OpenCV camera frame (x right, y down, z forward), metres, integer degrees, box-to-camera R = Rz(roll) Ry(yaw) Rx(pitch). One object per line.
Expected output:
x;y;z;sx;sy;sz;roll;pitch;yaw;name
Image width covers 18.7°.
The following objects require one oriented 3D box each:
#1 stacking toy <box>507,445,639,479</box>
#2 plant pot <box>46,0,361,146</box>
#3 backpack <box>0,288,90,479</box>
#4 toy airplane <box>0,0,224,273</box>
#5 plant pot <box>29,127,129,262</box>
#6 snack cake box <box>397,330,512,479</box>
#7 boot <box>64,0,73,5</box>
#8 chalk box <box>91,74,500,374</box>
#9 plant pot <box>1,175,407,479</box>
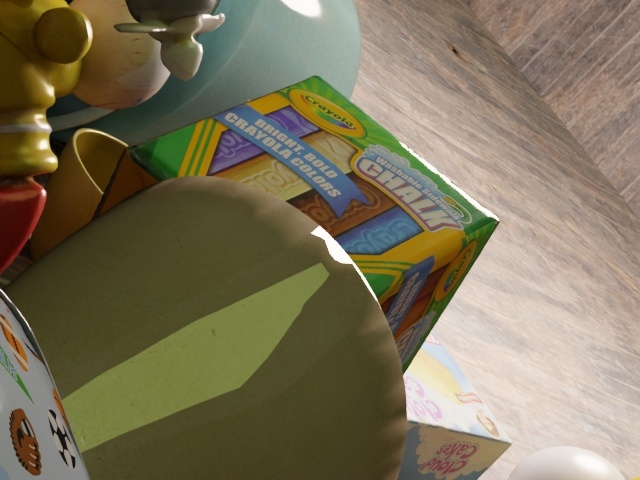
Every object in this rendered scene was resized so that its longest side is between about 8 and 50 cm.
0.310;0.305;1.642;0.350;0.350;0.480;30;6;-40;stacking toy
-0.141;-0.206;1.701;0.341;0.341;0.334;53;11;28;plant pot
-0.203;0.120;0.813;0.263;0.213;0.276;-133;-151;-83;backpack
-0.216;-0.180;1.307;0.272;0.384;0.386;17;28;-36;toy airplane
-0.169;-0.006;1.501;0.134;0.095;0.134;41;17;-15;plant pot
0.037;0.133;1.665;0.264;0.089;0.152;18;30;-55;snack cake box
-0.235;-0.237;1.509;0.094;0.207;0.246;23;66;-68;boot
-0.015;0.018;1.338;0.179;0.180;0.289;40;34;18;chalk box
-0.128;0.121;1.096;0.256;0.256;0.274;48;35;11;plant pot
